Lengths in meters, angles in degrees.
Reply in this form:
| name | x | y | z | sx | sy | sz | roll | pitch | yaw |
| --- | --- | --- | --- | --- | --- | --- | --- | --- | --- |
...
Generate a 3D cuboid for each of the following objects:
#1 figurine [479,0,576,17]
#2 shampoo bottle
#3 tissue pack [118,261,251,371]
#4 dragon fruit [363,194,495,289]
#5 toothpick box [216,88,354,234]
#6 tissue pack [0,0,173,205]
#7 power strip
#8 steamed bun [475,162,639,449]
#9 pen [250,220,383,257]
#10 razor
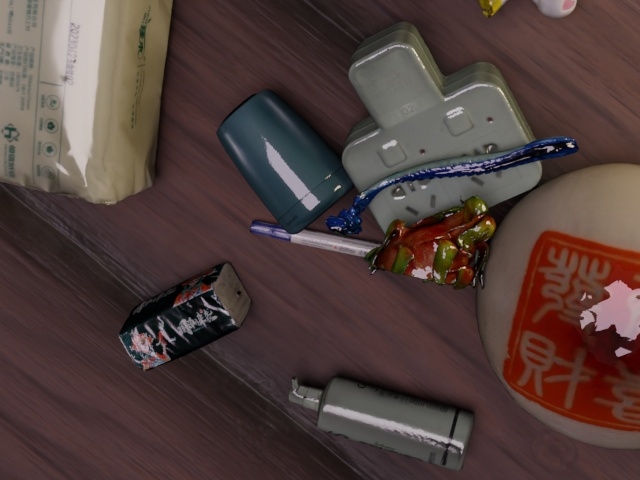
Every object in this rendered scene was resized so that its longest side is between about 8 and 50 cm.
| name | x | y | z | sx | sy | sz | roll | pitch | yaw |
| --- | --- | --- | --- | --- | --- | --- | --- | --- | --- |
| figurine | 0.272 | -0.344 | 1.444 | 0.178 | 0.109 | 0.129 | 1 | 82 | 9 |
| shampoo bottle | 0.082 | 0.251 | 1.633 | 0.263 | 0.085 | 0.085 | 15 | 107 | 9 |
| tissue pack | -0.194 | 0.111 | 1.650 | 0.170 | 0.103 | 0.090 | -28 | 103 | 18 |
| dragon fruit | 0.152 | 0.014 | 1.473 | 0.142 | 0.138 | 0.175 | 39 | 101 | -1 |
| toothpick box | -0.051 | -0.110 | 1.555 | 0.120 | 0.120 | 0.184 | -41 | 90 | 18 |
| tissue pack | -0.360 | -0.260 | 1.536 | 0.297 | 0.207 | 0.380 | 14 | 106 | 11 |
| power strip | 0.137 | -0.158 | 1.513 | 0.230 | 0.141 | 0.261 | -25 | 112 | 18 |
| steamed bun | 0.376 | 0.095 | 1.452 | 0.375 | 0.241 | 0.374 | 4 | 108 | 12 |
| pen | 0.000 | 0.000 | 1.620 | 0.204 | 0.025 | 0.025 | 11 | 106 | 10 |
| razor | 0.162 | -0.081 | 1.453 | 0.324 | 0.093 | 0.056 | -19 | 81 | 13 |
